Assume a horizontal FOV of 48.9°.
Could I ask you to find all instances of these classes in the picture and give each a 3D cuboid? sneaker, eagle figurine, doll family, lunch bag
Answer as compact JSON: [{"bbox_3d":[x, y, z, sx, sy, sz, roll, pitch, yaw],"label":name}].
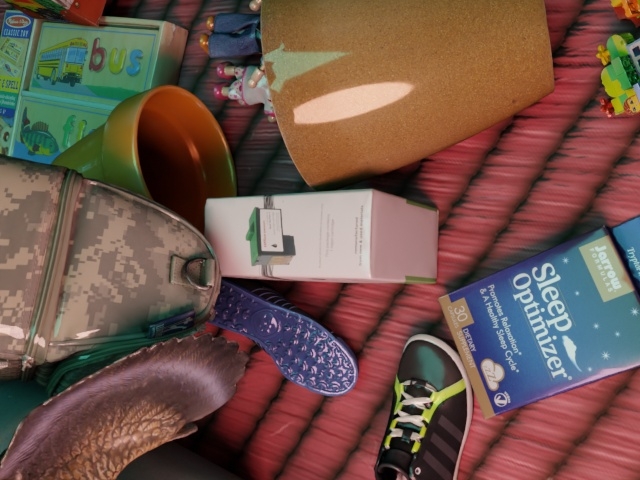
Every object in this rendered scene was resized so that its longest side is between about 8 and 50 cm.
[{"bbox_3d":[-0.049,0.104,0.866,0.232,0.090,0.081,32,102,9],"label":"sneaker"},{"bbox_3d":[-0.222,0.215,0.660,0.226,0.225,0.298,8,50,23],"label":"eagle figurine"},{"bbox_3d":[-0.073,-0.289,0.887,0.163,0.118,0.263,8,90,33],"label":"doll family"},{"bbox_3d":[0.105,0.216,0.737,0.084,0.097,0.235,0,86,33],"label":"sneaker"},{"bbox_3d":[-0.267,0.059,0.779,0.305,0.255,0.213,143,134,-59],"label":"lunch bag"}]

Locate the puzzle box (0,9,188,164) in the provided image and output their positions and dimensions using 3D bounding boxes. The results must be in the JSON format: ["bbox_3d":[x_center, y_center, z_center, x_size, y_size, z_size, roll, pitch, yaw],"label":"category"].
[{"bbox_3d":[-0.397,-0.226,1.132,0.408,0.052,0.272,14,93,33],"label":"puzzle box"}]

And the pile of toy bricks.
[{"bbox_3d":[0.303,-0.153,0.653,0.105,0.118,0.212,-29,77,61],"label":"pile of toy bricks"}]

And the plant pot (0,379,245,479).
[{"bbox_3d":[-0.273,0.356,0.851,0.334,0.341,0.341,12,92,25],"label":"plant pot"}]

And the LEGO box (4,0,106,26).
[{"bbox_3d":[-0.425,-0.613,0.967,0.193,0.372,0.501,17,89,33],"label":"LEGO box"}]

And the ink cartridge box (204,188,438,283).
[{"bbox_3d":[0.000,0.000,0.789,0.219,0.160,0.093,-1,85,34],"label":"ink cartridge box"}]

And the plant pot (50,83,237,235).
[{"bbox_3d":[-0.242,-0.076,0.915,0.187,0.205,0.205,-12,79,26],"label":"plant pot"}]

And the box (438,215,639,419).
[{"bbox_3d":[0.241,0.077,0.700,0.225,0.036,0.137,-28,71,27],"label":"box"}]

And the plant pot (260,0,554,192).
[{"bbox_3d":[0.101,-0.186,0.725,0.254,0.237,0.237,-9,80,17],"label":"plant pot"}]
